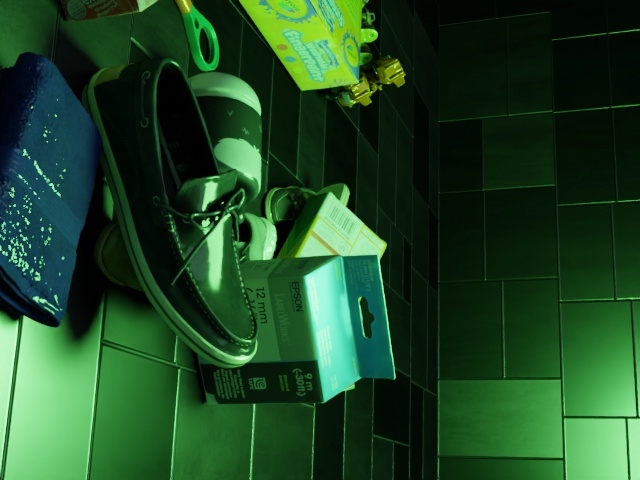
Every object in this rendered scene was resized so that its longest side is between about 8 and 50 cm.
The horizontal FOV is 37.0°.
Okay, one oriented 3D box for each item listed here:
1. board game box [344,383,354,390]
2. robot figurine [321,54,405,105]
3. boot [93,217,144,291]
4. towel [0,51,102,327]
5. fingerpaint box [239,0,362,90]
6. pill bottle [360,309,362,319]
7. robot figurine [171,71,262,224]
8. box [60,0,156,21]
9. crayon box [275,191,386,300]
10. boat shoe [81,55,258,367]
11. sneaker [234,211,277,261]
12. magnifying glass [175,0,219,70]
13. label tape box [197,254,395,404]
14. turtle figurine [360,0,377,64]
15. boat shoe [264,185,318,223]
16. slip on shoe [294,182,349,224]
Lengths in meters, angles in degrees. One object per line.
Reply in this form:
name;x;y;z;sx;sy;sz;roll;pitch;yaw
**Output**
board game box;0.006;0.242;2.291;0.039;0.124;0.259;-157;-122;-72
robot figurine;0.114;-0.410;2.505;0.085;0.211;0.291;61;-6;-11
boot;-0.247;0.051;1.534;0.112;0.115;0.305;-61;152;-9
towel;-0.382;-0.065;1.260;0.228;0.076;0.308;70;24;-59
fingerpaint box;-0.041;-0.621;2.220;0.445;0.163;0.371;46;43;-63
pill bottle;0.040;0.176;2.413;0.187;0.112;0.112;48;43;-63
robot figurine;-0.190;-0.160;1.677;0.209;0.173;0.278;129;-36;-61
box;-0.297;-0.435;1.475;0.257;0.128;0.123;-61;144;-57
crayon box;-0.002;0.081;2.131;0.203;0.083;0.323;42;60;-26
boat shoe;-0.199;-0.046;1.448;0.187;0.156;0.500;-20;88;-64
sneaker;-0.152;0.069;1.902;0.108;0.100;0.272;35;48;-54
magnifying glass;-0.243;-0.417;1.803;0.231;0.026;0.092;68;27;-49
label tape box;-0.056;0.165;1.749;0.115;0.347;0.249;-47;131;-65
turtle figurine;0.094;-0.555;2.505;0.217;0.087;0.269;-102;-148;-43
boat shoe;-0.064;-0.088;2.202;0.223;0.073;0.080;-32;117;-69
slip on shoe;0.000;0.000;2.293;0.101;0.123;0.331;50;44;-39
